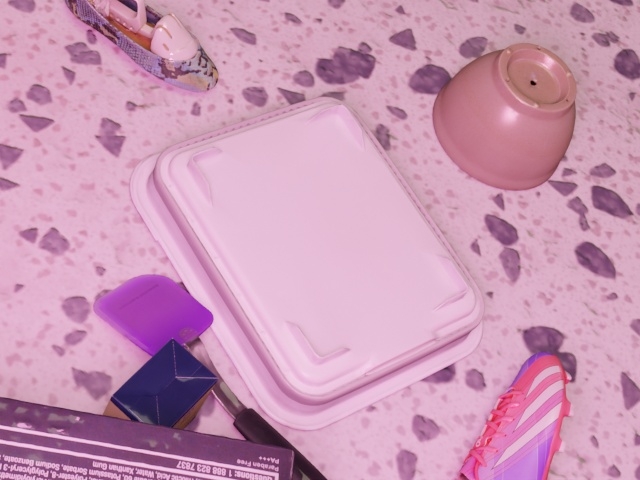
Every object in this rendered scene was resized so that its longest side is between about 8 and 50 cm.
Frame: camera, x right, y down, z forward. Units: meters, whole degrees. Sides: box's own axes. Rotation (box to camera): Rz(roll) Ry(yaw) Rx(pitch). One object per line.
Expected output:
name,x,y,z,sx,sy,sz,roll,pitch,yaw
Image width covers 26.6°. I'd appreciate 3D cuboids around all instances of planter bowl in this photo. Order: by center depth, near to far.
planter bowl,0.220,-0.152,1.521,0.162,0.109,0.162,11,55,-15

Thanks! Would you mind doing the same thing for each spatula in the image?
spatula,-0.086,0.140,1.250,0.296,0.030,0.084,46,53,11

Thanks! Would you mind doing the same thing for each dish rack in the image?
dish rack,0.000,0.000,1.355,0.285,0.072,0.333,-22,70,-33

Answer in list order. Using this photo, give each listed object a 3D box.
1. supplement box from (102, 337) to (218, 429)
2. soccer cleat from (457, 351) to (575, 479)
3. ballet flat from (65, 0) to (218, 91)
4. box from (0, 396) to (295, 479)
supplement box,-0.145,0.146,1.187,0.056,0.083,0.083,41,53,7
soccer cleat,0.178,0.203,1.292,0.095,0.083,0.248,20,56,-4
ballet flat,-0.186,-0.225,1.427,0.188,0.070,0.070,31,52,-1
box,-0.188,0.297,1.007,0.296,0.183,0.294,13,54,-16
